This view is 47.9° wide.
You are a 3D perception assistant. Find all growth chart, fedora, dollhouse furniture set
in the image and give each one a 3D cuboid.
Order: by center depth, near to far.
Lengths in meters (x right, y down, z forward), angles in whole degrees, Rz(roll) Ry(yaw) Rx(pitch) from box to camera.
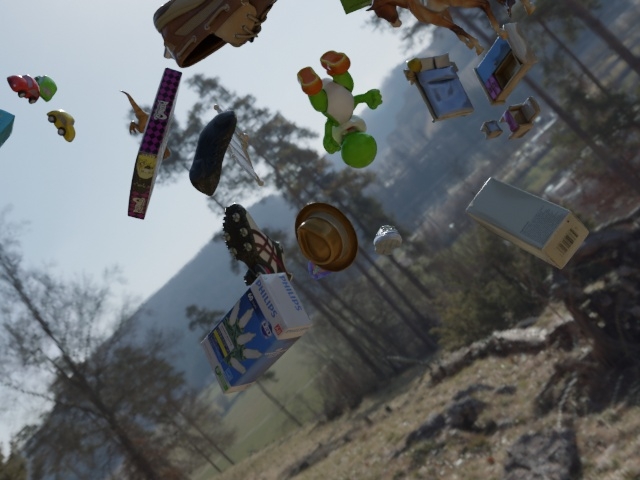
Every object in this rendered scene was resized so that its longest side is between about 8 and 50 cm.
[{"bbox_3d":[-0.207,-0.235,1.796,0.021,0.172,0.237,-36,-28,-12],"label":"growth chart"},{"bbox_3d":[0.000,0.000,1.838,0.194,0.194,0.079,-44,-8,35],"label":"fedora"},{"bbox_3d":[0.422,-0.428,1.986,0.303,0.286,0.198,-13,-22,-21],"label":"dollhouse furniture set"}]

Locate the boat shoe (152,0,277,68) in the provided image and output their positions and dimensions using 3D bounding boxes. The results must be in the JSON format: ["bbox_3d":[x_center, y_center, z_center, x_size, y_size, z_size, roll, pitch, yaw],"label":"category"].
[{"bbox_3d":[-0.139,-0.387,1.219,0.324,0.116,0.123,-17,2,35],"label":"boat shoe"}]

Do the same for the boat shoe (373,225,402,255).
[{"bbox_3d":[0.202,-0.011,2.229,0.226,0.083,0.075,120,155,-77],"label":"boat shoe"}]

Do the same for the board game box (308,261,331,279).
[{"bbox_3d":[0.022,0.033,2.033,0.169,0.033,0.133,-26,43,29],"label":"board game box"}]

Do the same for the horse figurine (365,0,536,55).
[{"bbox_3d":[0.186,-0.336,1.014,0.066,0.174,0.263,-59,13,-7],"label":"horse figurine"}]

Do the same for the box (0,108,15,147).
[{"bbox_3d":[-0.774,-0.210,1.582,0.060,0.101,0.244,-57,15,40],"label":"box"}]

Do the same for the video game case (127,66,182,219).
[{"bbox_3d":[-0.332,-0.192,1.440,0.210,0.042,0.232,120,161,-51],"label":"video game case"}]

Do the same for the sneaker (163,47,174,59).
[{"bbox_3d":[-0.326,-0.532,1.853,0.281,0.115,0.105,-87,15,-46],"label":"sneaker"}]

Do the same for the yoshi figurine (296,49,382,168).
[{"bbox_3d":[0.076,-0.348,2.078,0.204,0.362,0.203,-3,49,24],"label":"yoshi figurine"}]

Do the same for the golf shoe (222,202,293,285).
[{"bbox_3d":[-0.168,0.020,1.903,0.105,0.272,0.120,-12,15,43],"label":"golf shoe"}]

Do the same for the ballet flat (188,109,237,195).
[{"bbox_3d":[-0.181,-0.153,1.232,0.058,0.049,0.173,1,57,27],"label":"ballet flat"}]

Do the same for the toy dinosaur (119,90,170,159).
[{"bbox_3d":[-0.419,-0.289,1.710,0.112,0.211,0.064,16,57,47],"label":"toy dinosaur"}]

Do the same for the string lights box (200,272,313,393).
[{"bbox_3d":[-0.138,0.197,1.517,0.077,0.133,0.259,-2,-37,-46],"label":"string lights box"}]

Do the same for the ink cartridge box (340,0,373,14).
[{"bbox_3d":[0.044,-0.610,1.534,0.189,0.255,0.097,-7,29,44],"label":"ink cartridge box"}]

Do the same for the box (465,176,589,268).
[{"bbox_3d":[0.472,-0.045,1.669,0.113,0.094,0.275,-53,34,2],"label":"box"}]

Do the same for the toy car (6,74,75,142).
[{"bbox_3d":[-0.758,-0.403,1.990,0.053,0.239,0.225,-34,40,6],"label":"toy car"}]
